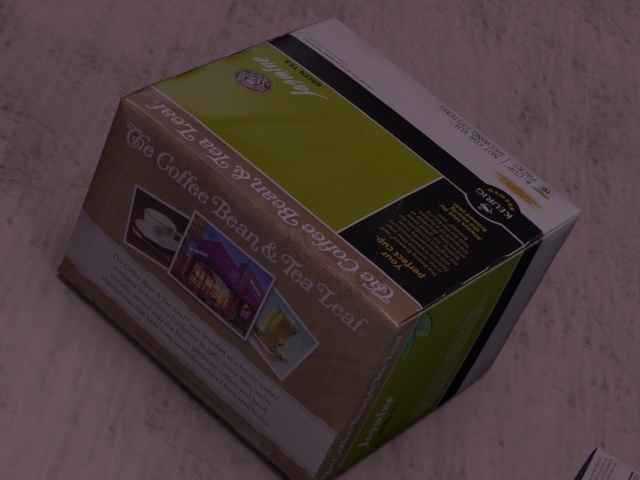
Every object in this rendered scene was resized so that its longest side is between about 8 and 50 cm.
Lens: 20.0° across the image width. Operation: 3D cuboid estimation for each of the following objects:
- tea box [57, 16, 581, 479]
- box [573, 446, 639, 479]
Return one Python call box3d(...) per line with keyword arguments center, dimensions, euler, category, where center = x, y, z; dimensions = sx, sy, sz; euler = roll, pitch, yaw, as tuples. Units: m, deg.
box3d(center=(0.000, 0.000, 1.674), dimensions=(0.329, 0.220, 0.323), euler=(40, 37, 20), category="tea box")
box3d(center=(0.272, 0.275, 1.619), dimensions=(0.137, 0.072, 0.126), euler=(32, 36, 7), category="box")
